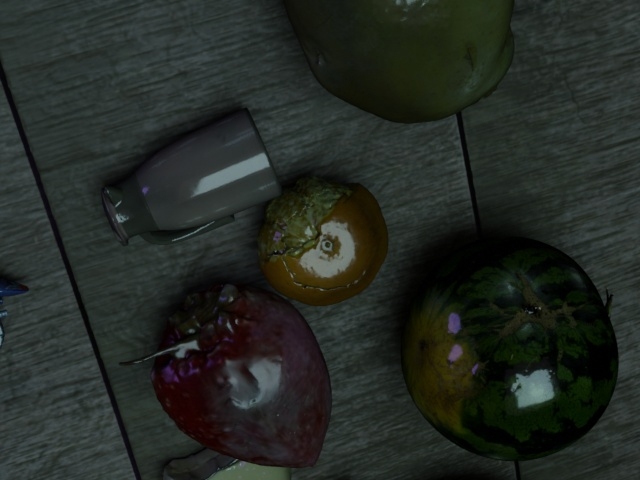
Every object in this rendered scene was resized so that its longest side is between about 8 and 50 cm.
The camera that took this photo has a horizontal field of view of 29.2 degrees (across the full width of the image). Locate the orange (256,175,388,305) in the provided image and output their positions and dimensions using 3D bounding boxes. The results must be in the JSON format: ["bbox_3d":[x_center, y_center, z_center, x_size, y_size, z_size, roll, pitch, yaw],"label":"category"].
[{"bbox_3d":[0.000,0.000,1.417,0.156,0.134,0.157,0,87,-9],"label":"orange"}]

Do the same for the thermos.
[{"bbox_3d":[-0.145,-0.052,1.371,0.193,0.105,0.137,-24,147,-3],"label":"thermos"}]

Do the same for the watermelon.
[{"bbox_3d":[0.223,0.132,1.458,0.269,0.269,0.269,-6,112,-15],"label":"watermelon"}]

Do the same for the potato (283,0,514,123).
[{"bbox_3d":[0.081,-0.278,1.277,0.243,0.221,0.326,-11,118,-15],"label":"potato"}]

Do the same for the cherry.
[{"bbox_3d":[-0.081,0.165,1.414,0.192,0.175,0.250,-40,100,-6],"label":"cherry"}]

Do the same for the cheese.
[{"bbox_3d":[-0.104,0.342,1.545,0.163,0.071,0.249,-17,115,-9],"label":"cheese"}]

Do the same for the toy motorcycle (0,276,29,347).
[{"bbox_3d":[-0.431,0.058,1.338,0.205,0.076,0.114,23,95,-24],"label":"toy motorcycle"}]
